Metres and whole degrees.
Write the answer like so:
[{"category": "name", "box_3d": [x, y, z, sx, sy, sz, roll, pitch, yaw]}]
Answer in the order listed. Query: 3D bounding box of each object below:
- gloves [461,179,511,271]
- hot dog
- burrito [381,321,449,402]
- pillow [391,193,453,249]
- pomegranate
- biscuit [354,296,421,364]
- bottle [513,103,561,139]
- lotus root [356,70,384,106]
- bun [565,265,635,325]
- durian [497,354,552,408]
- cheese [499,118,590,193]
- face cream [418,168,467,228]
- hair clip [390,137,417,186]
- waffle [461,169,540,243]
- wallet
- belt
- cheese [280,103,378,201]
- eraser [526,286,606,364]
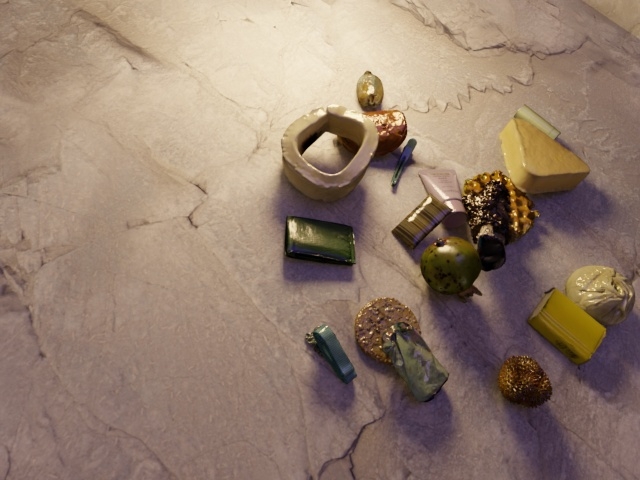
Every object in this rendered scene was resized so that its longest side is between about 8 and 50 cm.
[{"category": "gloves", "box_3d": [0.575, -0.065, 1.645, 0.210, 0.135, 0.313, 45, 49, -26]}, {"category": "hot dog", "box_3d": [0.190, -0.416, 1.846, 0.271, 0.122, 0.196, -11, 62, -2]}, {"category": "burrito", "box_3d": [0.267, 0.350, 1.408, 0.143, 0.089, 0.229, -34, 88, -33]}, {"category": "pillow", "box_3d": [0.356, -0.069, 1.689, 0.203, 0.038, 0.113, -43, 60, -7]}, {"category": "pomegranate", "box_3d": [0.446, 0.092, 1.571, 0.245, 0.198, 0.198, 26, 57, -9]}, {"category": "biscuit", "box_3d": [0.209, 0.276, 1.490, 0.219, 0.033, 0.220, 6, 62, -11]}, {"category": "bottle", "box_3d": [0.953, -0.510, 2.120, 0.201, 0.072, 0.072, 44, 60, 12]}, {"category": "lotus root", "box_3d": [0.204, -0.632, 1.995, 0.113, 0.088, 0.192, 2, 59, -5]}, {"category": "bun", "box_3d": [0.985, 0.185, 1.679, 0.229, 0.145, 0.230, 5, 62, -10]}, {"category": "durian", "box_3d": [0.615, 0.427, 1.452, 0.158, 0.137, 0.168, 42, 43, -11]}, {"category": "cheese", "box_3d": [0.862, -0.311, 1.923, 0.383, 0.104, 0.384, 13, 48, -15]}, {"category": "face cream", "box_3d": [0.467, -0.173, 1.797, 0.153, 0.096, 0.274, -3, 49, -5]}, {"category": "hair clip", "box_3d": [0.312, -0.288, 1.845, 0.039, 0.070, 0.230, 26, 65, -2]}, {"category": "waffle", "box_3d": [0.672, -0.135, 1.830, 0.324, 0.068, 0.302, -30, 71, -28]}, {"category": "wallet", "box_3d": [-0.001, 0.001, 1.589, 0.235, 0.055, 0.161, 10, 55, -15]}, {"category": "belt", "box_3d": [0.034, 0.332, 1.400, 0.065, 0.100, 0.179, -29, 86, -28]}, {"category": "cheese", "box_3d": [0.033, -0.314, 1.675, 0.292, 0.153, 0.332, 42, 74, 7]}, {"category": "eraser", "box_3d": [0.828, 0.287, 1.618, 0.226, 0.069, 0.158, 42, 60, 12]}]
